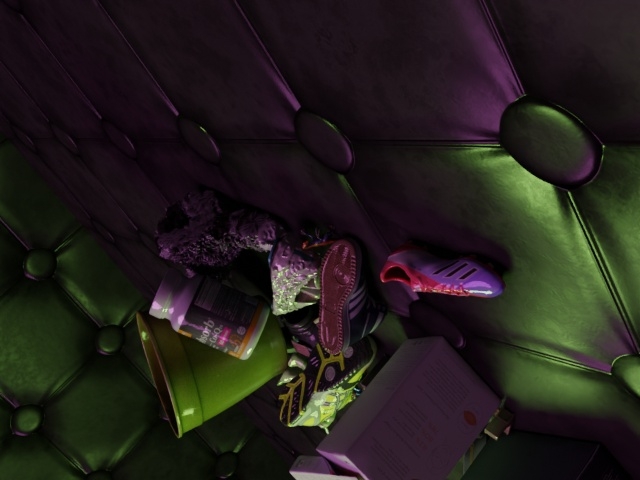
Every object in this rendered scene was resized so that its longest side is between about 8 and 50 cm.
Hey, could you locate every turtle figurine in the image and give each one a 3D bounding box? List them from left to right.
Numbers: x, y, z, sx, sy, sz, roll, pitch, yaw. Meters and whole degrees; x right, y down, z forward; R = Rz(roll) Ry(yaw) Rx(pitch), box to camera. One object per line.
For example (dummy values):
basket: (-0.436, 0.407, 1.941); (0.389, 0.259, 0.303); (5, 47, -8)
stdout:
turtle figurine: (-0.001, 0.466, 2.259); (0.266, 0.197, 0.274); (29, 153, 2)

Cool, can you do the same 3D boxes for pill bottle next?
pill bottle: (-0.283, 0.183, 1.925); (0.278, 0.162, 0.162); (24, 158, -6)

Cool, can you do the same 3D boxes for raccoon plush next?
raccoon plush: (-0.236, 0.055, 1.979); (0.446, 0.216, 0.299); (23, 158, 40)

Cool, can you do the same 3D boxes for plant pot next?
plant pot: (-0.293, 0.315, 2.123); (0.366, 0.353, 0.366); (54, 154, 41)

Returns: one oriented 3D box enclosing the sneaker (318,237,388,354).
sneaker: (0.080, 0.109, 1.684); (0.099, 0.153, 0.282); (28, 123, 38)

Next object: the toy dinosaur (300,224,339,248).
toy dinosaur: (0.000, 0.000, 1.617); (0.090, 0.082, 0.047); (45, 157, -5)

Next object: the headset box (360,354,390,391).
headset box: (0.233, 0.445, 1.974); (0.218, 0.110, 0.293); (29, 154, 30)

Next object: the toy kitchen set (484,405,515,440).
toy kitchen set: (0.391, 0.419, 1.709); (0.068, 0.075, 0.083); (32, 151, 29)

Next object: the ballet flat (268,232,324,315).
ballet flat: (-0.056, 0.103, 1.813); (0.147, 0.147, 0.409); (40, 166, 9)

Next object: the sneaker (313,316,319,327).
sneaker: (0.042, 0.211, 1.936); (0.084, 0.069, 0.185); (48, 159, 2)

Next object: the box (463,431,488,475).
box: (0.404, 0.618, 1.903); (0.056, 0.183, 0.231); (-3, 138, 19)

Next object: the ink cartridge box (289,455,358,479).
ink cartridge box: (0.061, 0.550, 1.650); (0.225, 0.056, 0.181); (-17, 118, 47)

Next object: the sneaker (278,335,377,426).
sneaker: (0.036, 0.374, 2.042); (0.384, 0.147, 0.145); (-47, 45, 34)

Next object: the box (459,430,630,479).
box: (0.536, 0.594, 1.641); (0.312, 0.179, 0.343); (47, 157, -12)

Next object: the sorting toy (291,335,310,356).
sorting toy: (-0.054, 0.293, 2.084); (0.062, 0.012, 0.083); (24, 152, 28)

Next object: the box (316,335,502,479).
box: (0.197, 0.410, 1.665); (0.215, 0.345, 0.168); (48, 157, -8)

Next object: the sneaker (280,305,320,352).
sneaker: (-0.074, 0.242, 2.154); (0.296, 0.104, 0.147); (-5, 126, 54)

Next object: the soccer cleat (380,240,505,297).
soccer cleat: (0.218, 0.068, 1.356); (0.248, 0.095, 0.083); (19, 147, 45)
